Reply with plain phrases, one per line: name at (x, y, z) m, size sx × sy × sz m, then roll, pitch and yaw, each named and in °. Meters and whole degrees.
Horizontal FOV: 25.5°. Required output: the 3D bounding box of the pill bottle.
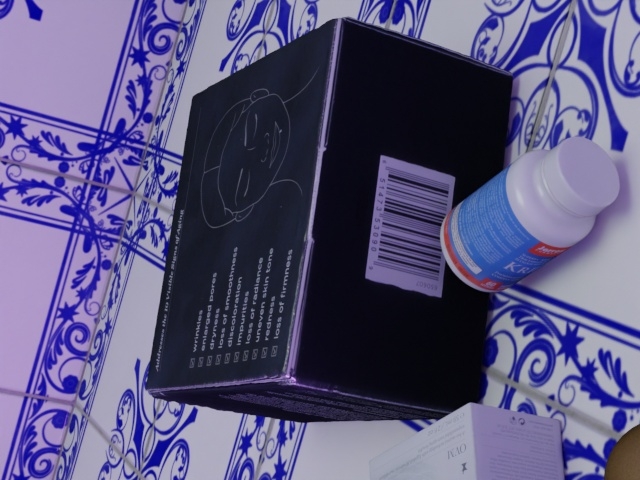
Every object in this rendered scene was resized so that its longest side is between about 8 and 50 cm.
pill bottle at (0.252, -0.033, 1.699) m, size 0.221 × 0.124 × 0.124 m, roll -41°, pitch 42°, yaw 51°

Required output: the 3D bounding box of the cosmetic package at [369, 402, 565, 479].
cosmetic package at (0.171, 0.338, 1.656) m, size 0.224 × 0.138 × 0.225 m, roll -41°, pitch 44°, yaw 49°

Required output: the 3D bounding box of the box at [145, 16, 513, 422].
box at (0.000, 0.000, 1.984) m, size 0.472 × 0.297 × 0.480 m, roll -13°, pitch 66°, yaw 59°

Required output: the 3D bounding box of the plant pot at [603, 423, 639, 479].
plant pot at (0.360, 0.243, 1.276) m, size 0.254 × 0.237 × 0.237 m, roll -159°, pitch 84°, yaw -80°
